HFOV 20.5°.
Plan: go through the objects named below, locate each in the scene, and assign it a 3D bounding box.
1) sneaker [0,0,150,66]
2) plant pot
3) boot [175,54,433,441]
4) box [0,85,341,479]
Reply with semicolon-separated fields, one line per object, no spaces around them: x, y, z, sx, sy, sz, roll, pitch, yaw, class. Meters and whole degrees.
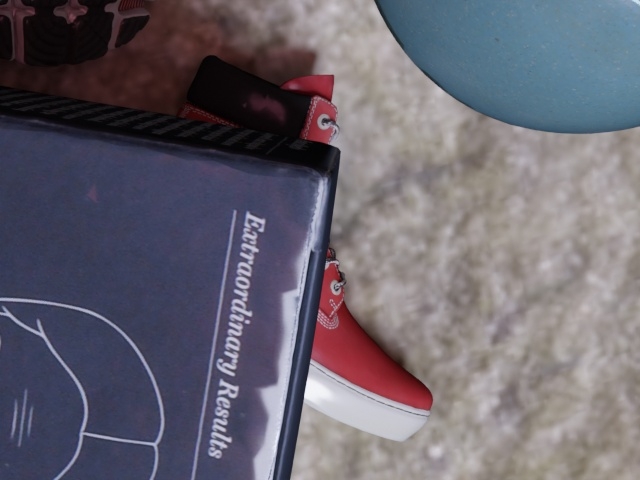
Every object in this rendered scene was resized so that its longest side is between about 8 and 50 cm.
-0.225;-0.166;1.003;0.279;0.118;0.107;0;111;-34;sneaker
0.182;-0.197;1.038;0.290;0.195;0.290;-2;100;-12;plant pot
0.000;0.000;1.090;0.244;0.088;0.176;35;89;-12;boot
-0.205;0.063;0.946;0.396;0.212;0.293;10;97;2;box
